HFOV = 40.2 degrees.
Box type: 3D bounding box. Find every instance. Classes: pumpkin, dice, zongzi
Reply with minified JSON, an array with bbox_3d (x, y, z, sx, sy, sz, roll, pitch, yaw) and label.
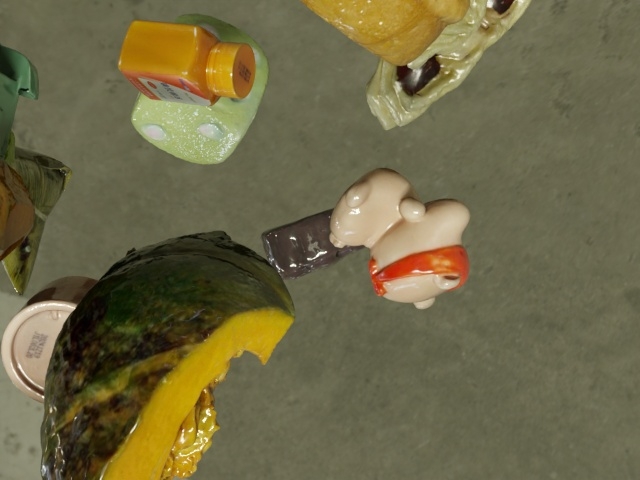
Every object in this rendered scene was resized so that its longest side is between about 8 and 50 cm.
[{"bbox_3d":[-0.151,0.111,0.596,0.163,0.111,0.278,26,92,33],"label":"pumpkin"},{"bbox_3d":[-0.278,-0.343,2.022,0.250,0.252,0.254,26,147,-15],"label":"dice"},{"bbox_3d":[-0.445,-0.032,1.163,0.094,0.205,0.204,14,89,24],"label":"zongzi"}]

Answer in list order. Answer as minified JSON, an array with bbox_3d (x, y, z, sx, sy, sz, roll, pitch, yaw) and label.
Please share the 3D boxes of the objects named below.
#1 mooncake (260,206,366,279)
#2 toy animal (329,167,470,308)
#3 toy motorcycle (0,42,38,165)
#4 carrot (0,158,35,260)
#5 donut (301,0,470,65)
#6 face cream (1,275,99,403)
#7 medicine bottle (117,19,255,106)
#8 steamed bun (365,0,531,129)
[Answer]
[{"bbox_3d":[0.000,0.000,2.138,0.283,0.283,0.141,-19,94,33],"label":"mooncake"},{"bbox_3d":[0.111,-0.002,1.163,0.198,0.171,0.171,45,124,1],"label":"toy animal"},{"bbox_3d":[-0.443,-0.167,0.798,0.326,0.191,0.200,9,77,8],"label":"toy motorcycle"},{"bbox_3d":[-0.343,-0.014,0.666,0.114,0.302,0.114,3,98,20],"label":"carrot"},{"bbox_3d":[0.043,-0.367,1.153,0.317,0.299,0.150,37,107,-9],"label":"donut"},{"bbox_3d":[-0.331,0.131,1.156,0.149,0.104,0.149,0,106,0],"label":"face cream"},{"bbox_3d":[-0.242,-0.323,1.620,0.222,0.149,0.112,10,77,18],"label":"medicine bottle"},{"bbox_3d":[0.240,-0.421,1.688,0.428,0.189,0.247,-45,113,-1],"label":"steamed bun"}]
